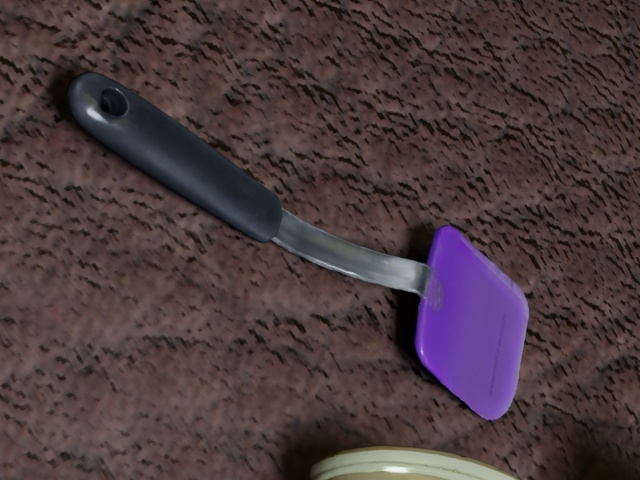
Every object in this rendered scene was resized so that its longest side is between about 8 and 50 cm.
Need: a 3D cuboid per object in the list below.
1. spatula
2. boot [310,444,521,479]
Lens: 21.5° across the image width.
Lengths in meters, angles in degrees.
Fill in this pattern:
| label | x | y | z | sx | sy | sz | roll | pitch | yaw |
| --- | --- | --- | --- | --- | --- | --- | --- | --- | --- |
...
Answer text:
| label | x | y | z | sx | sy | sz | roll | pitch | yaw |
| --- | --- | --- | --- | --- | --- | --- | --- | --- | --- |
| spatula | 0.000 | 0.000 | 0.809 | 0.296 | 0.030 | 0.084 | 29 | 58 | -28 |
| boot | 0.068 | 0.197 | 0.751 | 0.213 | 0.077 | 0.165 | 35 | 53 | -33 |
